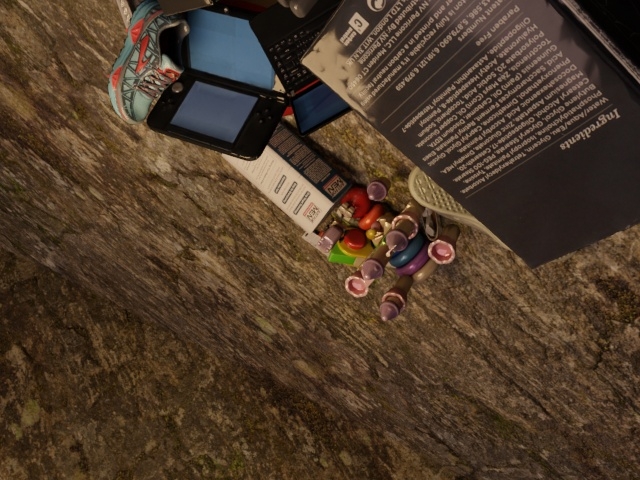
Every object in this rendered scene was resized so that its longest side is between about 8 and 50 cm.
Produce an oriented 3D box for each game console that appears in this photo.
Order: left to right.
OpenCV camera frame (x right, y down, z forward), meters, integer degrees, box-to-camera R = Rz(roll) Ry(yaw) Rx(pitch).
[{"bbox_3d":[-0.227,-0.343,1.081,0.293,0.250,0.173,19,162,17],"label":"game console"}]

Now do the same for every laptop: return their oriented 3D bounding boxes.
[{"bbox_3d":[0.012,-0.359,0.937,0.234,0.136,0.264,-27,96,11],"label":"laptop"}]

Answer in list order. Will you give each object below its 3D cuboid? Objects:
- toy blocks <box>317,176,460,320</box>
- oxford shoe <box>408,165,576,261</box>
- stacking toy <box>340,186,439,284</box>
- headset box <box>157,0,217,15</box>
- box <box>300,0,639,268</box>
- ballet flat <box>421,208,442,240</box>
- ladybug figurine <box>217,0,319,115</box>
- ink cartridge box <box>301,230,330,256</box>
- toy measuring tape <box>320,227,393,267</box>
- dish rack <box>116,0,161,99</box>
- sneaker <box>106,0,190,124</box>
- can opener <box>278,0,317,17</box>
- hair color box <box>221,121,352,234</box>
[{"bbox_3d":[0.139,0.033,1.288,0.309,0.260,0.288,37,129,4],"label":"toy blocks"},{"bbox_3d":[0.424,-0.083,1.254,0.450,0.130,0.169,22,97,-1],"label":"oxford shoe"},{"bbox_3d":[0.191,-0.026,1.462,0.330,0.141,0.141,43,140,-9],"label":"stacking toy"},{"bbox_3d":[-0.242,-0.604,0.968,0.131,0.283,0.246,4,134,30],"label":"headset box"},{"bbox_3d":[0.305,-0.308,0.775,0.472,0.479,0.297,39,139,-10],"label":"box"},{"bbox_3d":[0.299,-0.069,1.396,0.057,0.052,0.168,-1,132,34],"label":"ballet flat"},{"bbox_3d":[-0.169,-0.423,1.219,0.450,0.161,0.305,10,138,23],"label":"ladybug figurine"},{"bbox_3d":[0.000,0.000,1.686,0.115,0.029,0.063,36,142,-6],"label":"ink cartridge box"},{"bbox_3d":[0.159,0.026,1.583,0.331,0.121,0.121,8,142,-8],"label":"toy measuring tape"},{"bbox_3d":[-0.428,-0.523,1.223,0.285,0.073,0.332,60,164,20],"label":"dish rack"},{"bbox_3d":[-0.349,-0.357,1.052,0.125,0.104,0.261,27,106,20],"label":"sneaker"},{"bbox_3d":[0.022,-0.541,0.907,0.076,0.283,0.095,42,-174,15],"label":"can opener"},{"bbox_3d":[-0.099,-0.197,1.423,0.347,0.105,0.174,42,144,2],"label":"hair color box"}]
